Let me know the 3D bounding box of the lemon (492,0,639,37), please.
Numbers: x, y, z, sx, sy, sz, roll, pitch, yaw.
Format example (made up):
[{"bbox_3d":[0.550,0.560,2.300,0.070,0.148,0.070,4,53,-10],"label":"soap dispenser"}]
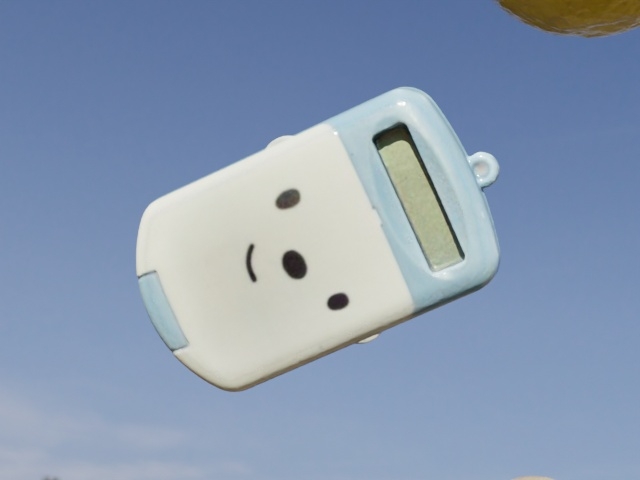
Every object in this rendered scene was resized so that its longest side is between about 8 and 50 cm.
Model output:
[{"bbox_3d":[0.174,-0.222,0.808,0.180,0.180,0.193,20,-54,-29],"label":"lemon"}]

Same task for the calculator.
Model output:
[{"bbox_3d":[0.000,0.000,0.705,0.210,0.121,0.039,-23,4,10],"label":"calculator"}]

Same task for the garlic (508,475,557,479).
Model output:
[{"bbox_3d":[0.151,0.210,0.757,0.159,0.102,0.147,38,6,-30],"label":"garlic"}]
